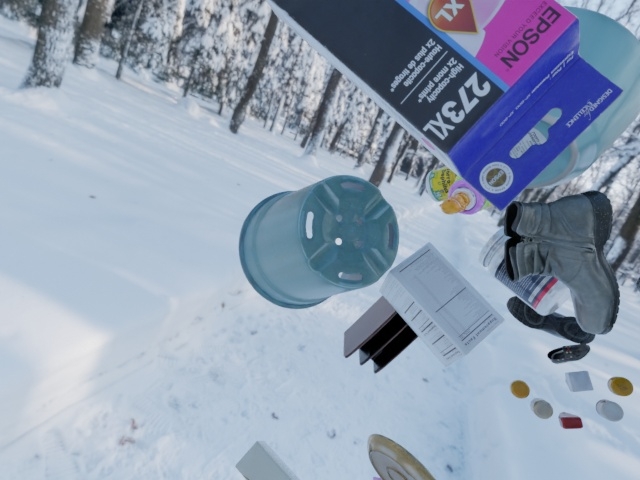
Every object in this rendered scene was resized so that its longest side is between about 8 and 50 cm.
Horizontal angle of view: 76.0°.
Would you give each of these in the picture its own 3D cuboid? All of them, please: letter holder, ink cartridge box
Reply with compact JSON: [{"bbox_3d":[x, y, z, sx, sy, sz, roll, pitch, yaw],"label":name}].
[{"bbox_3d":[0.231,0.291,1.338,0.152,0.302,0.214,43,10,-3],"label":"letter holder"},{"bbox_3d":[0.124,-0.219,0.446,0.371,0.175,0.069,44,12,6],"label":"ink cartridge box"}]

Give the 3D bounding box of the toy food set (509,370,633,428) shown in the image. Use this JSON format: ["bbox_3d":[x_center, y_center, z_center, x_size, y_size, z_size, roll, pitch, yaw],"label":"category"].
[{"bbox_3d":[0.556,0.353,0.916,0.232,0.111,0.104,-14,-20,18],"label":"toy food set"}]

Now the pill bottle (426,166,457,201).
[{"bbox_3d":[0.483,-0.210,1.415,0.208,0.117,0.118,-12,-15,43],"label":"pill bottle"}]

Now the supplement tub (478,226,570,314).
[{"bbox_3d":[0.683,0.092,1.342,0.191,0.191,0.272,7,31,-48],"label":"supplement tub"}]

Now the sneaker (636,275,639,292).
[{"bbox_3d":[0.770,0.033,0.916,0.087,0.227,0.130,42,-1,-13],"label":"sneaker"}]

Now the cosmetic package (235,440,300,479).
[{"bbox_3d":[-0.141,0.857,1.430,0.309,0.113,0.160,37,-18,21],"label":"cosmetic package"}]

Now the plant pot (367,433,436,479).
[{"bbox_3d":[0.203,0.586,1.018,0.236,0.236,0.032,32,52,29],"label":"plant pot"}]

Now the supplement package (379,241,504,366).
[{"bbox_3d":[0.279,0.153,0.978,0.244,0.139,0.134,50,-20,20],"label":"supplement package"}]

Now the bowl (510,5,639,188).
[{"bbox_3d":[0.362,-0.207,0.710,0.312,0.163,0.311,26,-22,12],"label":"bowl"}]

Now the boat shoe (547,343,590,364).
[{"bbox_3d":[0.814,0.370,1.345,0.042,0.133,0.049,33,45,-16],"label":"boat shoe"}]

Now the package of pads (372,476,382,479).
[{"bbox_3d":[0.192,0.837,1.364,0.032,0.083,0.050,23,-30,-20],"label":"package of pads"}]

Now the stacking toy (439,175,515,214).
[{"bbox_3d":[0.432,-0.137,1.170,0.175,0.165,0.302,17,37,39],"label":"stacking toy"}]

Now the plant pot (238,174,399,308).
[{"bbox_3d":[0.000,0.000,1.027,0.341,0.341,0.334,18,-16,-21],"label":"plant pot"}]

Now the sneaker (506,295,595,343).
[{"bbox_3d":[0.813,0.292,1.473,0.286,0.109,0.130,28,-4,27],"label":"sneaker"}]

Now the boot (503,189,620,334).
[{"bbox_3d":[0.375,0.045,0.662,0.161,0.246,0.083,-12,10,-4],"label":"boot"}]
